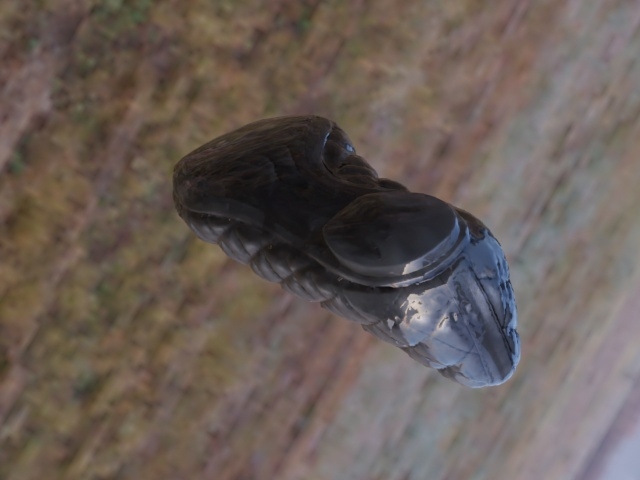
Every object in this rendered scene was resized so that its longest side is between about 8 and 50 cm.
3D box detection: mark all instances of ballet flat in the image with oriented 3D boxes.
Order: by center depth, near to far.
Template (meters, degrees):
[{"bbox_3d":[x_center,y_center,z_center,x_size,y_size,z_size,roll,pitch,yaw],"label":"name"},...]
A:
[{"bbox_3d":[0.000,0.000,0.552,0.057,0.049,0.173,-31,-153,-13],"label":"ballet flat"}]
